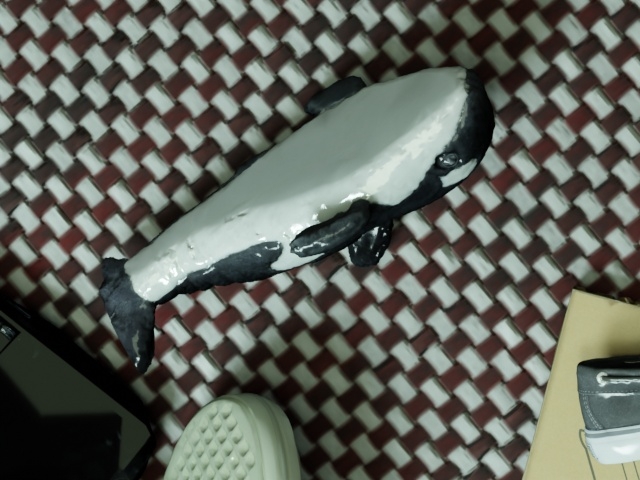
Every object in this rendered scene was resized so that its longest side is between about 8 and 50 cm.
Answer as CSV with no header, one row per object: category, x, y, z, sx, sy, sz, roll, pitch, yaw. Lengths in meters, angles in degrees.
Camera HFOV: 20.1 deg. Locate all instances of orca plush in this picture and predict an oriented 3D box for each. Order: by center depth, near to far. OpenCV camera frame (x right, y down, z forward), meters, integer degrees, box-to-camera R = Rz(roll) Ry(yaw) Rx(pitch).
orca plush,0.000,0.000,1.144,0.287,0.151,0.102,-38,121,8

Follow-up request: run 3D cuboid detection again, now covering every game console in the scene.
game console,-0.284,0.201,1.240,0.213,0.044,0.361,37,102,3

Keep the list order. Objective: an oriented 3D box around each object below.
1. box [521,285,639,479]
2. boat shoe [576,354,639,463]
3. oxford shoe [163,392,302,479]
box,0.218,0.145,1.167,0.164,0.021,0.201,14,98,7
boat shoe,0.266,0.072,1.105,0.228,0.080,0.076,-17,96,18
oxford shoe,-0.025,0.322,1.181,0.130,0.169,0.449,-5,88,-32
